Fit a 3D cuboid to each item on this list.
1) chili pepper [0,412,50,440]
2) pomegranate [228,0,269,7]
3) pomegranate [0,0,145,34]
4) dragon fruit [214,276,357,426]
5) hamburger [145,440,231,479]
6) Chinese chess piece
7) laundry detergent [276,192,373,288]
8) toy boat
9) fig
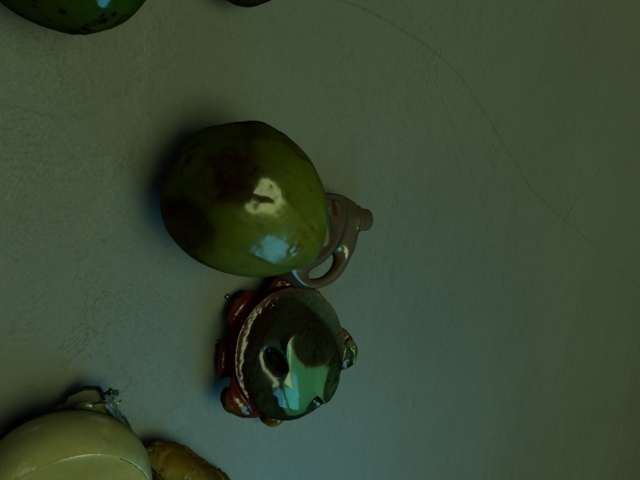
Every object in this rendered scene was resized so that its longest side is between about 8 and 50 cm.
[{"bbox_3d":[-0.432,0.288,1.235,0.118,0.035,0.055,-22,102,-38],"label":"chili pepper"},{"bbox_3d":[-0.107,-0.422,1.246,0.125,0.163,0.138,0,105,1],"label":"pomegranate"},{"bbox_3d":[-0.296,-0.387,1.008,0.270,0.254,0.254,-57,138,-47],"label":"pomegranate"},{"bbox_3d":[-0.063,0.205,1.471,0.268,0.130,0.295,-20,116,-40],"label":"dragon fruit"},{"bbox_3d":[-0.213,0.437,1.409,0.124,0.131,0.262,-55,136,-13],"label":"hamburger"},{"bbox_3d":[-0.374,0.360,1.215,0.251,0.097,0.251,-15,130,-18],"label":"Chinese chess piece"},{"bbox_3d":[0.000,0.000,1.464,0.237,0.076,0.171,2,81,-42],"label":"laundry detergent"},{"bbox_3d":[-0.332,0.298,1.303,0.084,0.066,0.210,-15,133,5],"label":"toy boat"},{"bbox_3d":[-0.104,-0.052,1.268,0.271,0.239,0.239,42,75,-33],"label":"fig"}]
